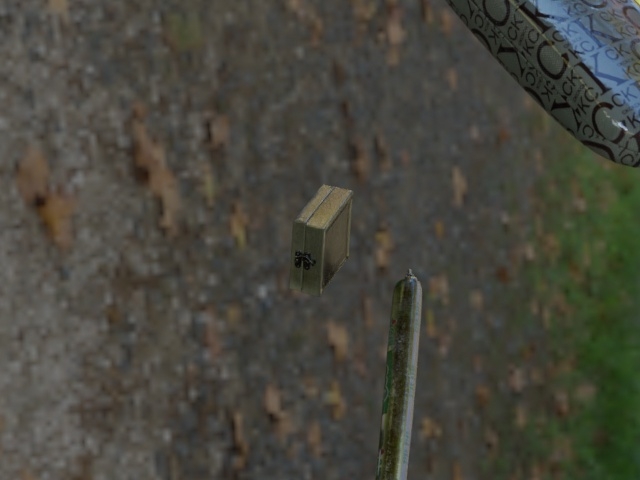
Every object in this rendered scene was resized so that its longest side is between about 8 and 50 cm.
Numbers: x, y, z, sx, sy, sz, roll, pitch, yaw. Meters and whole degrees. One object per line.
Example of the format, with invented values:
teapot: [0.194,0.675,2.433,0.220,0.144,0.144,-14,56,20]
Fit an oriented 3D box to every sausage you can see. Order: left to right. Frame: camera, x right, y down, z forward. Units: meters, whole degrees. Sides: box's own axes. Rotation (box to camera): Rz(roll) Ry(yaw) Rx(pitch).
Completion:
sausage: [0.078,0.151,1.765,0.033,0.033,0.269,59,34,-60]

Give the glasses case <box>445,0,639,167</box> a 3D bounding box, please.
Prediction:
glasses case: [0.218,-0.197,1.619,0.354,0.137,0.085,53,-39,32]

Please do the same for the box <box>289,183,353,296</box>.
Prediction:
box: [0.000,0.000,1.709,0.083,0.035,0.079,-54,153,-52]
